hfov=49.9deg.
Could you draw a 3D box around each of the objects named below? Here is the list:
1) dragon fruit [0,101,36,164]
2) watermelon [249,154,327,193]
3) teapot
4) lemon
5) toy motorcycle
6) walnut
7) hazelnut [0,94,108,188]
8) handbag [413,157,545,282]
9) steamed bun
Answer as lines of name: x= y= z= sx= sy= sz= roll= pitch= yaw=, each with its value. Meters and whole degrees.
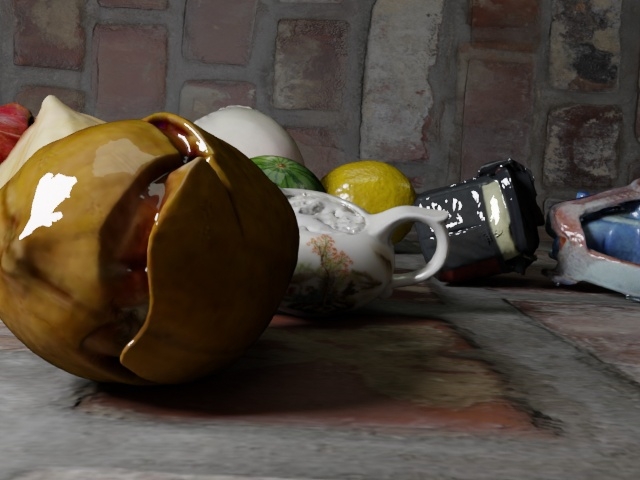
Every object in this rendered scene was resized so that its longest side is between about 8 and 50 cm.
dragon fruit: x=-0.449 y=-0.062 z=0.930 sx=0.315 sy=0.250 sz=0.250 roll=-13 pitch=14 yaw=-43
watermelon: x=-0.076 y=-0.019 z=1.001 sx=0.188 sy=0.215 sz=0.188 roll=8 pitch=38 yaw=-6
teapot: x=0.000 y=0.000 z=0.808 sx=0.298 sy=0.139 sz=0.204 roll=10 pitch=23 yaw=-7
lemon: x=0.098 y=-0.075 z=1.505 sx=0.260 sy=0.204 sz=0.204 roll=1 pitch=5 yaw=-11
toy motorcycle: x=0.513 y=0.024 z=1.076 sx=0.319 sy=0.241 sz=0.182 roll=1 pitch=-35 yaw=10
walnut: x=-0.118 y=0.009 z=0.563 sx=0.209 sy=0.209 sz=0.336 roll=4 pitch=-2 yaw=14
hazelnut: x=-0.264 y=-0.041 z=0.774 sx=0.261 sy=0.241 sz=0.261 roll=-3 pitch=8 yaw=0
handbag: x=0.268 y=-0.025 z=1.111 sx=0.181 sy=0.181 sz=0.254 roll=-17 pitch=-4 yaw=22
steamed bun: x=-0.152 y=-0.094 z=1.384 sx=0.309 sy=0.309 sz=0.309 roll=3 pitch=5 yaw=0
